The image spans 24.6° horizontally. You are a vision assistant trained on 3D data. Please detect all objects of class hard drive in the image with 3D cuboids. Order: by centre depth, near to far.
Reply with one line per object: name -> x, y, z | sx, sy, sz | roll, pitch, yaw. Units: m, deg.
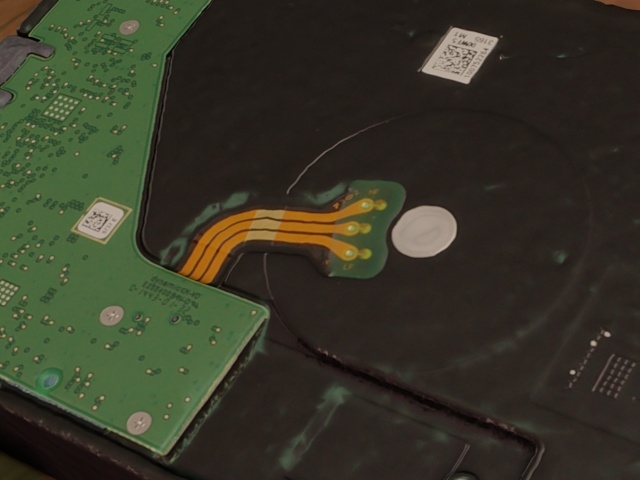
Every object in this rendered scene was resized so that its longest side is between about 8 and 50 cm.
hard drive -> 0.000, 0.000, 0.528 | 0.338, 0.064, 0.237 | 19, 60, 30
